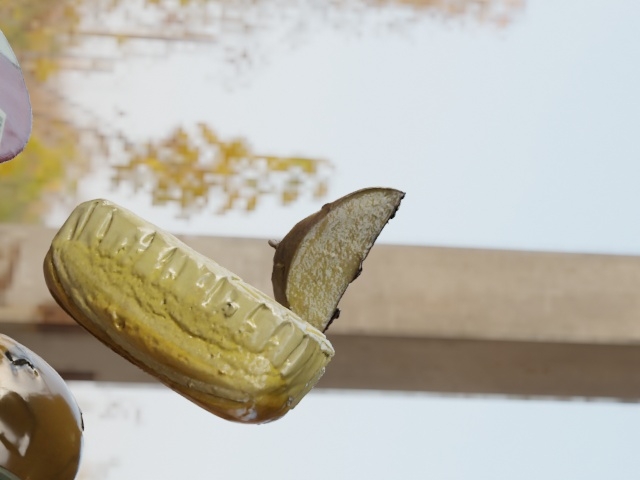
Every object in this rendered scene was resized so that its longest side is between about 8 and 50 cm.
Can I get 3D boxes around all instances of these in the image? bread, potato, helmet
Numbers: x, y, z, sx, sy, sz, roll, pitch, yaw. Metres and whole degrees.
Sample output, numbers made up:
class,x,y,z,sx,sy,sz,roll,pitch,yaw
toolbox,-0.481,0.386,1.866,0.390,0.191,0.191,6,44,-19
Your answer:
class,x,y,z,sx,sy,sz,roll,pitch,yaw
bread,-0.112,0.062,1.560,0.106,0.236,0.140,-58,163,-3
potato,0.000,0.000,1.910,0.172,0.089,0.100,-60,-168,8
helmet,-0.297,0.158,1.760,0.224,0.130,0.198,28,-21,51

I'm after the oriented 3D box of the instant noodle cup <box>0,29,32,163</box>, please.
class,x,y,z,sx,sy,sz,roll,pitch,yaw
instant noodle cup,-0.366,-0.113,1.493,0.178,0.235,0.234,-34,-141,22
